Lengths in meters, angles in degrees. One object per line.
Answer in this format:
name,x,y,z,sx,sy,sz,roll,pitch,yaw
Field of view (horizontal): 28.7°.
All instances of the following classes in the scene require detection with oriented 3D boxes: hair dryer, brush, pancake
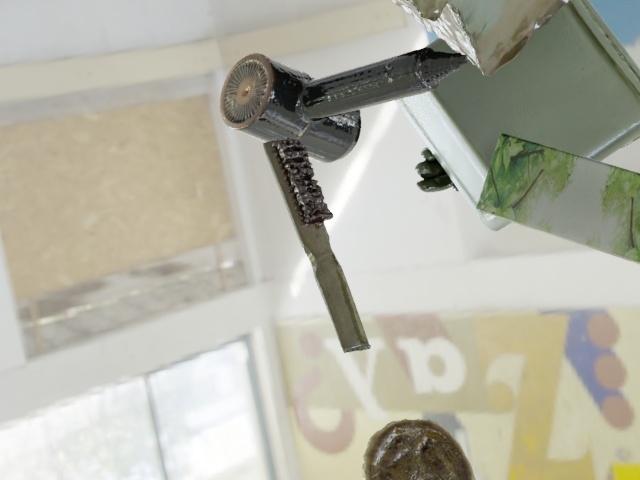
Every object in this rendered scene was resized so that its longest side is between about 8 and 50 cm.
hair dryer,0.057,-0.183,1.585,0.352,0.107,0.189,-8,162,43
brush,0.000,0.000,1.320,0.043,0.248,0.036,-9,161,-35
pancake,0.129,0.304,1.631,0.158,0.158,0.028,-13,155,-16

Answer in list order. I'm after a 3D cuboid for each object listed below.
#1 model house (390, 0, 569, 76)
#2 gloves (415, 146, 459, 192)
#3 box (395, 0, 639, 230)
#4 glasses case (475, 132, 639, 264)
model house,0.121,-0.490,1.503,0.400,0.395,0.445,38,177,28
gloves,0.268,-0.172,2.311,0.268,0.135,0.107,-36,155,-29
box,0.354,-0.248,2.183,0.343,0.352,0.177,-35,178,-16
glasses case,0.312,-0.034,1.364,0.272,0.095,0.062,21,-176,26
